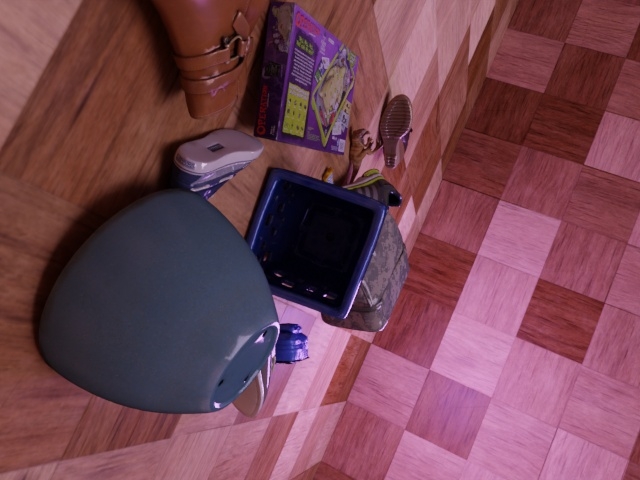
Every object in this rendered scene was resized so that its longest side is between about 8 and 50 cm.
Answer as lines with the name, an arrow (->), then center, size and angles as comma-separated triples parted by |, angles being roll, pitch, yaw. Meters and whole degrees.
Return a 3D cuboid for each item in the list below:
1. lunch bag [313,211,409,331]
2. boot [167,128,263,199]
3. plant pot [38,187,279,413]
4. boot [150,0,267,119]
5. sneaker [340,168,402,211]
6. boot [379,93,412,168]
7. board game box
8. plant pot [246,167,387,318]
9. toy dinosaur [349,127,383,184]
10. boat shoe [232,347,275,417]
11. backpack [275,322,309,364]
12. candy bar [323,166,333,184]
lunch bag -> 0.105, 0.058, 1.556 | 0.305, 0.213, 0.256 | -57, 143, -40
boot -> -0.157, -0.105, 0.824 | 0.190, 0.069, 0.086 | -32, 155, -58
plant pot -> -0.168, 0.106, 0.725 | 0.290, 0.195, 0.290 | -50, 161, -23
boot -> -0.150, -0.239, 0.628 | 0.283, 0.109, 0.220 | -58, 166, -51
sneaker -> 0.104, -0.085, 1.434 | 0.300, 0.121, 0.111 | -39, 153, -38
boot -> 0.236, -0.360, 1.698 | 0.207, 0.090, 0.248 | -67, 167, -48
board game box -> -0.013, -0.269, 1.010 | 0.347, 0.056, 0.208 | -11, 115, -70
plant pot -> 0.000, 0.000, 1.137 | 0.212, 0.236, 0.236 | -12, 122, -76
toy dinosaur -> 0.101, -0.225, 1.480 | 0.112, 0.064, 0.211 | -29, 144, -23
boat shoe -> -0.146, 0.261, 1.210 | 0.091, 0.109, 0.305 | -42, 146, -45
backpack -> -0.093, 0.258, 1.399 | 0.120, 0.098, 0.101 | 3, 79, -72
candy bar -> 0.021, -0.122, 1.401 | 0.040, 0.018, 0.161 | -59, 162, -28
